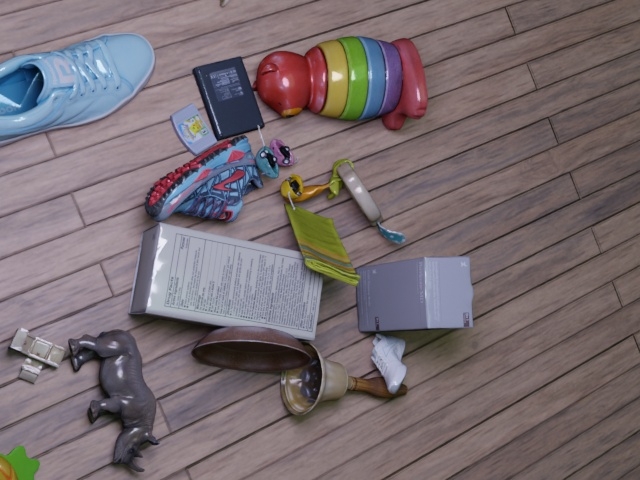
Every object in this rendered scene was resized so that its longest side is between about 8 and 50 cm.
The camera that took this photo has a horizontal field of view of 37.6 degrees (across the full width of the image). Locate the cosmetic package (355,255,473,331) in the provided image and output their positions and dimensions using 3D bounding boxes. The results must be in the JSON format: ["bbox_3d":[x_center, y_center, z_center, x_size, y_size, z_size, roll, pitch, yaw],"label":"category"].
[{"bbox_3d":[0.163,0.099,1.666,0.107,0.238,0.127,0,82,-25],"label":"cosmetic package"}]

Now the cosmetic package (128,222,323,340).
[{"bbox_3d":[-0.156,0.076,1.583,0.296,0.129,0.153,14,79,-23],"label":"cosmetic package"}]

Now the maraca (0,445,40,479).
[{"bbox_3d":[-0.498,0.371,1.404,0.185,0.099,0.127,-1,76,-49],"label":"maraca"}]

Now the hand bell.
[{"bbox_3d":[0.062,0.256,1.686,0.242,0.126,0.126,11,78,-35],"label":"hand bell"}]

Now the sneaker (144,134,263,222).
[{"bbox_3d":[-0.180,-0.082,1.577,0.262,0.104,0.125,-39,106,-45],"label":"sneaker"}]

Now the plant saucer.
[{"bbox_3d":[-0.113,0.177,1.554,0.198,0.198,0.036,11,67,-23],"label":"plant saucer"}]

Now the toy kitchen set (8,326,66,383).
[{"bbox_3d":[-0.446,0.184,1.462,0.083,0.075,0.068,25,74,-15],"label":"toy kitchen set"}]

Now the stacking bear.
[{"bbox_3d":[0.025,-0.288,1.710,0.289,0.175,0.164,-4,86,-18],"label":"stacking bear"}]

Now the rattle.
[{"bbox_3d":[0.053,-0.041,1.732,0.142,0.130,0.200,-42,127,-13],"label":"rattle"}]

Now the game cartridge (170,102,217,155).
[{"bbox_3d":[-0.225,-0.194,1.652,0.056,0.017,0.083,-36,98,-21],"label":"game cartridge"}]

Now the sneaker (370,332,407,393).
[{"bbox_3d":[0.120,0.223,1.701,0.061,0.152,0.054,22,116,-10],"label":"sneaker"}]

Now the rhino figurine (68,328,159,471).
[{"bbox_3d":[-0.321,0.258,1.512,0.106,0.073,0.243,-18,92,-23],"label":"rhino figurine"}]

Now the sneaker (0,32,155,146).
[{"bbox_3d":[-0.412,-0.246,1.498,0.366,0.150,0.135,-32,97,-25],"label":"sneaker"}]

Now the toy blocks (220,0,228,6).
[{"bbox_3d":[-0.222,-0.499,1.675,0.148,0.054,0.123,19,75,-21],"label":"toy blocks"}]

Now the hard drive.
[{"bbox_3d":[-0.164,-0.254,1.685,0.094,0.022,0.135,-19,91,-26],"label":"hard drive"}]

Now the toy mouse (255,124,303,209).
[{"bbox_3d":[-0.081,-0.139,1.660,0.143,0.031,0.161,54,26,-18],"label":"toy mouse"}]

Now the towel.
[{"bbox_3d":[0.000,0.000,1.625,0.102,0.237,0.021,24,109,-21],"label":"towel"}]
